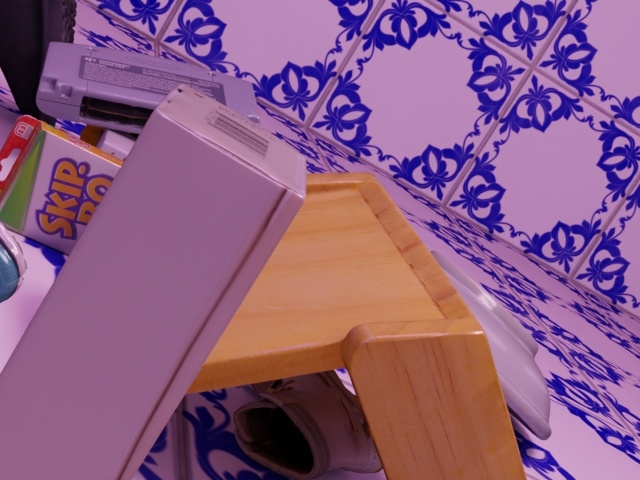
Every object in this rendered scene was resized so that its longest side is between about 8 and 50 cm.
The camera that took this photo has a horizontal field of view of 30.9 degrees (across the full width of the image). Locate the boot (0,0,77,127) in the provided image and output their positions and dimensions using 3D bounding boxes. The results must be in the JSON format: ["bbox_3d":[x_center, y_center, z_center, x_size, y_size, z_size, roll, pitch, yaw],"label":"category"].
[{"bbox_3d":[-0.581,-0.354,1.657,0.445,0.367,0.146,8,40,-7],"label":"boot"}]

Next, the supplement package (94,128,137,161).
[{"bbox_3d":[-0.231,-0.059,1.539,0.179,0.105,0.105,30,14,-14],"label":"supplement package"}]

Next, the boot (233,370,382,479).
[{"bbox_3d":[-0.041,0.165,1.182,0.213,0.077,0.165,39,16,28],"label":"boot"}]

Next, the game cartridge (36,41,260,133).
[{"bbox_3d":[-0.235,-0.202,1.600,0.297,0.062,0.198,10,21,-13],"label":"game cartridge"}]

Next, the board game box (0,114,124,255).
[{"bbox_3d":[-0.253,-0.035,1.331,0.259,0.124,0.039,27,13,-23],"label":"board game box"}]

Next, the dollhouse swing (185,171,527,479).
[{"bbox_3d":[-0.020,0.122,1.105,0.347,0.305,0.315,-120,-171,-60],"label":"dollhouse swing"}]

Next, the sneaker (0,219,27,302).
[{"bbox_3d":[-0.391,-0.007,0.996,0.275,0.107,0.110,25,32,-10],"label":"sneaker"}]

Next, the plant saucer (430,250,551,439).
[{"bbox_3d":[0.208,0.121,1.691,0.400,0.100,0.400,44,-1,1],"label":"plant saucer"}]

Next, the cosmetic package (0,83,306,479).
[{"bbox_3d":[-0.134,0.056,0.801,0.113,0.309,0.160,30,13,-7],"label":"cosmetic package"}]

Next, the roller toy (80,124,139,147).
[{"bbox_3d":[-0.231,-0.120,1.694,0.209,0.146,0.191,10,24,-36],"label":"roller toy"}]
